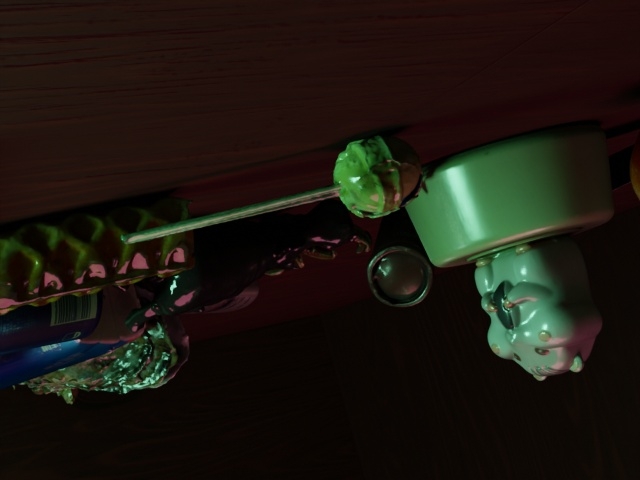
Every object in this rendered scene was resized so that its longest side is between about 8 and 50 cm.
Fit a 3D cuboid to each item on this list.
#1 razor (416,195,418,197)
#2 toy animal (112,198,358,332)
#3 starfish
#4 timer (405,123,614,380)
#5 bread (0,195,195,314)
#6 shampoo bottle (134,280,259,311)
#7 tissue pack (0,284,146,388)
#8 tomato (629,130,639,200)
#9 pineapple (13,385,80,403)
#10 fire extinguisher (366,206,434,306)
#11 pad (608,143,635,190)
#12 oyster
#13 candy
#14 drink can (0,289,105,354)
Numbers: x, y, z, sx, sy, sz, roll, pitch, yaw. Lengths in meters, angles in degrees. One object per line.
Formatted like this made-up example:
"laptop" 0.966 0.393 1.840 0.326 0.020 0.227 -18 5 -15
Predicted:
"razor" 0.098 -0.084 1.953 0.028 0.044 0.154 -46 166 8
"toy animal" -0.117 0.022 2.036 0.343 0.106 0.168 -18 171 -43
"starfish" 0.001 0.001 2.263 0.190 0.074 0.146 -12 172 -40
"timer" 0.281 0.031 2.099 0.291 0.315 0.291 -14 174 -2
"bread" -0.263 0.017 1.655 0.270 0.087 0.098 -13 175 -24
"shampoo bottle" -0.217 0.081 2.440 0.134 0.078 0.359 -14 175 17
"tissue pack" -0.397 0.120 2.043 0.270 0.137 0.209 -17 173 19
"tomato" 0.453 -0.113 1.875 0.200 0.140 0.233 -57 -163 12
"pineapple" -0.439 0.175 2.398 0.250 0.164 0.140 -12 167 3
"fire extinguisher" 0.130 0.010 2.263 0.105 0.104 0.269 -17 -164 13
"pad" 0.476 -0.125 2.212 0.211 0.003 0.143 -26 -163 18
"oyster" -0.366 0.135 2.236 0.351 0.162 0.158 2 165 17
"candy" -0.050 -0.040 1.656 0.336 0.092 0.093 -15 -159 -14
"drink can" -0.358 0.072 1.798 0.205 0.118 0.118 -8 171 -43
